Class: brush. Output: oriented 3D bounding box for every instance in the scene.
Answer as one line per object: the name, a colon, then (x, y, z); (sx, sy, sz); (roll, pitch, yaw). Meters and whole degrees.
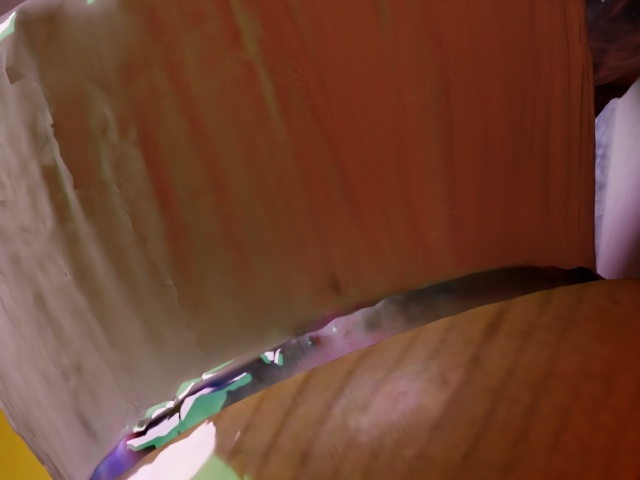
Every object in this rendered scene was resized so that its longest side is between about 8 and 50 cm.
brush: (-0.007, 0.055, 0.478); (0.166, 0.174, 0.267); (64, 155, 22)

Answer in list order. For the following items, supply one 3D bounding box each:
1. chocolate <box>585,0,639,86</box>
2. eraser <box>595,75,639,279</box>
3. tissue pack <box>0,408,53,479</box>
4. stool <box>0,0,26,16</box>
chocolate: (0.064, -0.078, 0.669); (0.248, 0.110, 0.110); (138, 150, -64)
eraser: (0.066, 0.039, 0.589); (0.212, 0.046, 0.092); (124, 163, -51)
tissue pack: (-0.090, 0.071, 0.934); (0.271, 0.134, 0.192); (-99, 30, -42)
stool: (-0.076, -0.160, 1.108); (0.270, 0.243, 0.170); (-81, 17, -46)
